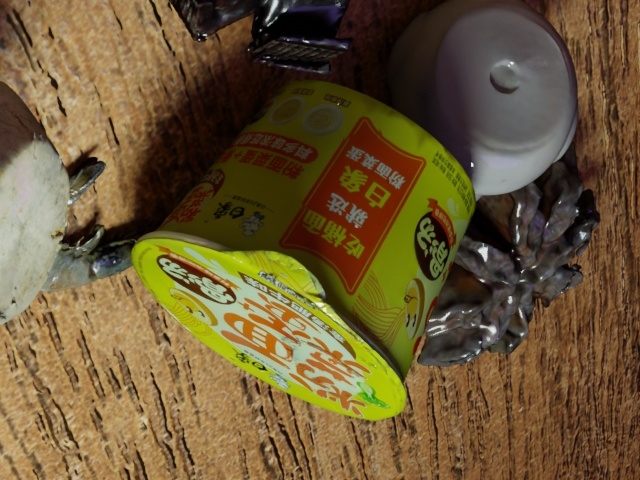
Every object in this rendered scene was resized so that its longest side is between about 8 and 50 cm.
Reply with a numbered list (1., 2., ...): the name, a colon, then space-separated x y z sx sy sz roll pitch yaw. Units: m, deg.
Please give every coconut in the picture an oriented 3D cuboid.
1. coconut: -0.330 -0.033 1.461 0.227 0.230 0.227 13 90 -69

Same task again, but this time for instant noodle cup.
1. instant noodle cup: 0.000 0.000 1.760 0.221 0.311 0.311 -60 149 -20

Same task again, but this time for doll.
1. doll: 0.151 -0.131 1.916 0.221 0.221 0.251 45 59 -55

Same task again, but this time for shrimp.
1. shrimp: -0.202 -0.024 1.755 0.195 0.035 0.147 -18 133 -33

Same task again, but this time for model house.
1. model house: -0.044 -0.242 1.661 0.203 0.141 0.164 15 137 -30

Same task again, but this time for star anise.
1. star anise: 0.220 0.025 2.170 0.332 0.118 0.331 -32 141 -30
